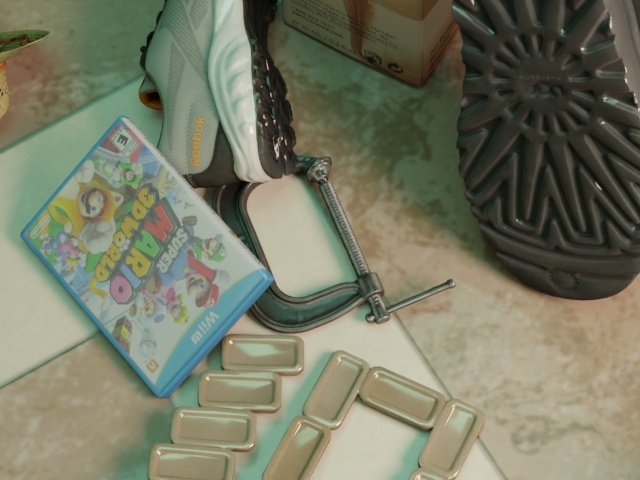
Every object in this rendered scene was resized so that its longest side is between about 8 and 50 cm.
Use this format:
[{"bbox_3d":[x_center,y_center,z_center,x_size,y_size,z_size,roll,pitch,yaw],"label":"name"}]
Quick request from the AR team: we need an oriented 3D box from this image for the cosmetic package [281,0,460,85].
[{"bbox_3d":[0.053,-0.260,1.236,0.129,0.296,0.153,27,70,15],"label":"cosmetic package"}]

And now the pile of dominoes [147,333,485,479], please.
[{"bbox_3d":[-0.027,0.185,1.192,0.196,0.040,0.251,24,60,12],"label":"pile of dominoes"}]

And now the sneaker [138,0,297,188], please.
[{"bbox_3d":[-0.088,-0.160,1.306,0.108,0.100,0.272,-13,60,15],"label":"sneaker"}]

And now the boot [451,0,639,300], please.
[{"bbox_3d":[0.248,-0.224,1.275,0.146,0.367,0.445,11,41,27],"label":"boot"}]

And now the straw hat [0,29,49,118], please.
[{"bbox_3d":[-0.263,-0.110,1.300,0.144,0.144,0.061,-11,106,-4],"label":"straw hat"}]

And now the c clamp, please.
[{"bbox_3d":[0.000,0.000,1.273,0.137,0.022,0.161,-27,69,-5],"label":"c clamp"}]

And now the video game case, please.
[{"bbox_3d":[-0.125,0.011,1.241,0.119,0.015,0.166,-48,70,13],"label":"video game case"}]
